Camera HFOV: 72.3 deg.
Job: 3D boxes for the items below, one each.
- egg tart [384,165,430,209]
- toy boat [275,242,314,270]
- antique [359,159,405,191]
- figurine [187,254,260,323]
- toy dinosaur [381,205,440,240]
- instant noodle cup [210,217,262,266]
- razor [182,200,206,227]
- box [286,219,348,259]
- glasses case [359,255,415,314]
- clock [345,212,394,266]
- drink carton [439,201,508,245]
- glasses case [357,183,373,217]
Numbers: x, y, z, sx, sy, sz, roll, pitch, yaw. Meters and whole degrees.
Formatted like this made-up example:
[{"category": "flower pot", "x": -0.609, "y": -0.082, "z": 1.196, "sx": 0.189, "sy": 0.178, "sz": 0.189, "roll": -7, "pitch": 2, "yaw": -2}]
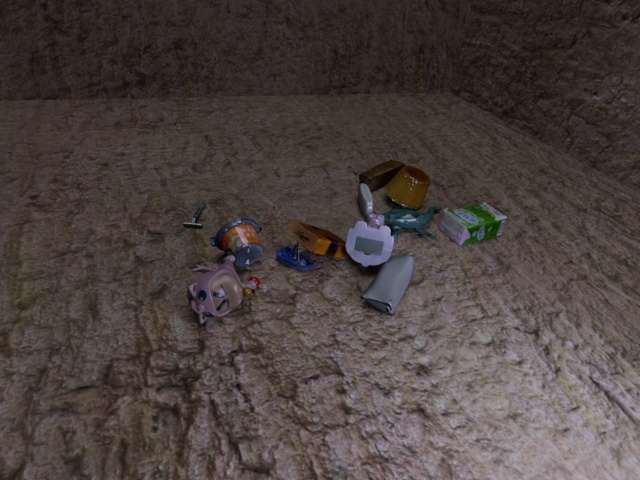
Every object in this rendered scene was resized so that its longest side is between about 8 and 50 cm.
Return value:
[{"category": "egg tart", "x": 0.435, "y": -0.263, "z": 2.168, "sx": 0.215, "sy": 0.171, "sz": 0.215, "roll": 15, "pitch": 37, "yaw": -12}, {"category": "toy boat", "x": -0.094, "y": 0.053, "z": 1.680, "sx": 0.175, "sy": 0.110, "sz": 0.091, "roll": 28, "pitch": 43, "yaw": 27}, {"category": "antique", "x": 0.326, "y": -0.350, "z": 2.355, "sx": 0.093, "sy": 0.088, "sz": 0.309, "roll": 30, "pitch": 41, "yaw": 34}, {"category": "figurine", "x": -0.320, "y": 0.146, "z": 1.468, "sx": 0.186, "sy": 0.176, "sz": 0.287, "roll": -8, "pitch": 12, "yaw": 25}, {"category": "toy dinosaur", "x": 0.387, "y": -0.115, "z": 2.033, "sx": 0.383, "sy": 0.130, "sz": 0.331, "roll": 6, "pitch": 23, "yaw": 3}, {"category": "instant noodle cup", "x": -0.298, "y": 0.019, "z": 1.667, "sx": 0.208, "sy": 0.178, "sz": 0.126, "roll": -26, "pitch": 58, "yaw": -12}, {"category": "razor", "x": -0.541, "y": -0.126, "z": 1.941, "sx": 0.084, "sy": 0.036, "sz": 0.211, "roll": 6, "pitch": 35, "yaw": -3}, {"category": "box", "x": 0.000, "y": -0.001, "z": 1.717, "sx": 0.152, "sy": 0.070, "sz": 0.237, "roll": 36, "pitch": 15, "yaw": 35}, {"category": "glasses case", "x": 0.250, "y": 0.161, "z": 1.602, "sx": 0.128, "sy": 0.083, "sz": 0.308, "roll": 14, "pitch": 35, "yaw": 22}, {"category": "clock", "x": 0.206, "y": -0.015, "z": 1.767, "sx": 0.188, "sy": 0.189, "sz": 0.254, "roll": 12, "pitch": 18, "yaw": 8}, {"category": "drink carton", "x": 0.698, "y": -0.084, "z": 2.002, "sx": 0.270, "sy": 0.108, "sz": 0.161, "roll": -12, "pitch": 38, "yaw": -24}, {"category": "glasses case", "x": 0.216, "y": -0.193, "z": 2.105, "sx": 0.059, "sy": 0.092, "sz": 0.233, "roll": 0, "pitch": 33, "yaw": -5}]
